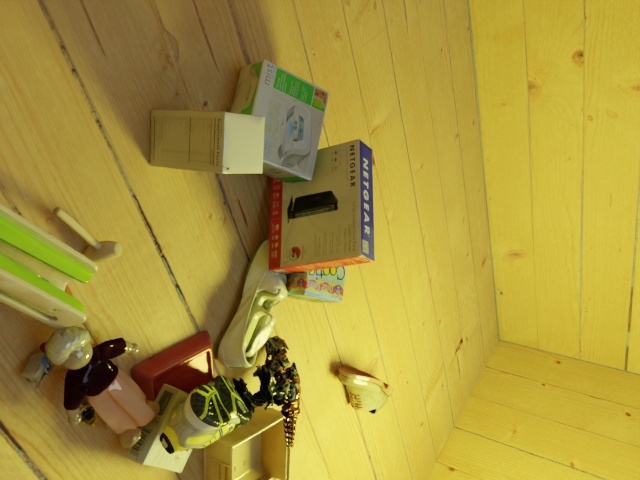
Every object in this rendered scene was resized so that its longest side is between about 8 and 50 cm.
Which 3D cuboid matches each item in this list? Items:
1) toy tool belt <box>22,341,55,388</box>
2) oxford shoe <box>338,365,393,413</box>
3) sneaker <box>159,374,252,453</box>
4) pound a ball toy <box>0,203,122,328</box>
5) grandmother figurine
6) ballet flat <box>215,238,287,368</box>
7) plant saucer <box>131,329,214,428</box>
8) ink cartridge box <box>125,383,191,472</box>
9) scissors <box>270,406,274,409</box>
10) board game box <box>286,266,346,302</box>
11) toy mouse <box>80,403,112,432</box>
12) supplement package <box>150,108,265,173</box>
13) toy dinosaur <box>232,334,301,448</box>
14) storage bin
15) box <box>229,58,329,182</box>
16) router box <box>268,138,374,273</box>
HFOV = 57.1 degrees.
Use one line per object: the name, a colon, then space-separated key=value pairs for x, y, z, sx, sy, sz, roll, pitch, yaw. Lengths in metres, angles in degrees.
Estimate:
toy tool belt: x=-0.578 y=0.258 z=1.216 sx=0.083 sy=0.052 sz=0.051 roll=-78 pitch=167 yaw=-45
oxford shoe: x=0.169 y=0.597 z=2.304 sx=0.397 sy=0.140 sz=0.146 roll=40 pitch=73 yaw=-49
sneaker: x=-0.287 y=0.439 z=1.481 sx=0.147 sy=0.145 sz=0.385 roll=-39 pitch=163 yaw=0
pound a ball toy: x=-0.557 y=0.034 z=1.142 sx=0.319 sy=0.135 sz=0.208 roll=48 pitch=35 yaw=-49
grandmother figurine: x=-0.472 y=0.301 z=1.277 sx=0.208 sy=0.104 sz=0.342 roll=-64 pitch=146 yaw=-36
ballet flat: x=-0.169 y=0.188 z=1.711 sx=0.139 sy=0.139 sz=0.400 roll=43 pitch=63 yaw=-51
plant saucer: x=-0.368 y=0.403 z=1.556 sx=0.258 sy=0.047 sz=0.259 roll=-23 pitch=118 yaw=-50
ink cartridge box: x=-0.378 y=0.482 z=1.495 sx=0.232 sy=0.066 sz=0.189 roll=75 pitch=37 yaw=-65
scissors: x=-0.161 y=0.573 z=1.919 sx=0.109 sy=0.021 sz=0.297 roll=-51 pitch=138 yaw=-33
board game box: x=-0.012 y=0.043 z=1.789 sx=0.142 sy=0.144 sz=0.275 roll=15 pitch=77 yaw=-32
toy mouse: x=-0.500 y=0.371 z=1.368 sx=0.143 sy=0.031 sz=0.161 roll=-48 pitch=135 yaw=-37
supplement package: x=-0.264 y=-0.229 z=1.363 sx=0.134 sy=0.244 sz=0.139 roll=-9 pitch=107 yaw=-54
toy dinosaur: x=-0.123 y=0.440 z=1.760 sx=0.218 sy=0.322 sz=0.164 roll=14 pitch=122 yaw=-49
storage bin: x=-0.217 y=0.666 z=1.773 sx=0.262 sy=0.123 sz=0.260 roll=-14 pitch=110 yaw=-54
box: x=-0.123 y=-0.315 z=1.596 sx=0.231 sy=0.126 sz=0.262 roll=18 pitch=80 yaw=-39
router box: x=0.000 y=-0.090 z=1.658 sx=0.082 sy=0.301 sz=0.335 roll=24 pitch=61 yaw=-55
